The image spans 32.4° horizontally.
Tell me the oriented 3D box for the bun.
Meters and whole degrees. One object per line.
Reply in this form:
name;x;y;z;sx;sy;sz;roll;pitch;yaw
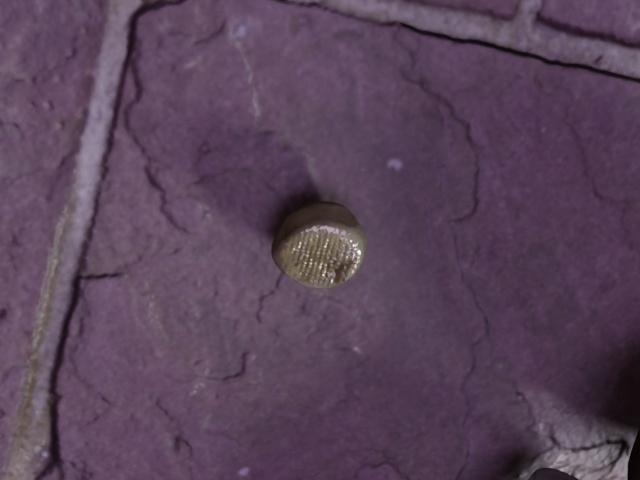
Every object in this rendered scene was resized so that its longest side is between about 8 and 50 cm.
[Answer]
bun;0.000;0.000;0.985;0.086;0.055;0.086;0;127;-1

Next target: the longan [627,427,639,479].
longan;0.449;0.220;1.091;0.300;0.243;0.300;-16;122;-27

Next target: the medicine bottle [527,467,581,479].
medicine bottle;0.206;0.394;1.172;0.170;0.170;0.293;22;109;-22
